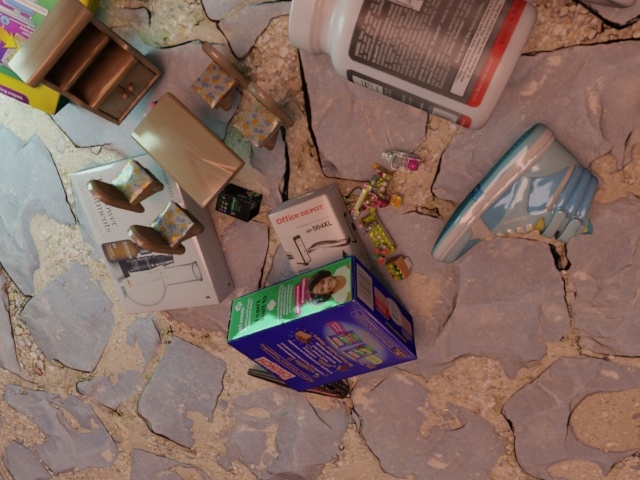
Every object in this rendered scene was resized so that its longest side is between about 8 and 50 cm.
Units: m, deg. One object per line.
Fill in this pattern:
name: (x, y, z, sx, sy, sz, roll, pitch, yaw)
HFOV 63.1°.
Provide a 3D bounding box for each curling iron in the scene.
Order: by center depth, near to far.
curling iron: (-0.054, 0.352, 1.316, 0.274, 0.035, 0.068, 6, 108, 16)

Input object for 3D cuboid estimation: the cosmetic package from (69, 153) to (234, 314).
cosmetic package: (-0.400, -0.017, 1.256, 0.285, 0.097, 0.377, -10, 107, 19)

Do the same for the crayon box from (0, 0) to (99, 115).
crayon box: (-0.685, -0.490, 1.092, 0.363, 0.106, 0.313, 24, 118, -18)

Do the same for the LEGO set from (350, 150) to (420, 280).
LEGO set: (0.123, -0.038, 1.058, 0.132, 0.107, 0.287, 8, 113, 16)

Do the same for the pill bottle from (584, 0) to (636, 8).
pill bottle: (0.431, -0.497, 0.738, 0.161, 0.161, 0.283, 21, 116, 10)

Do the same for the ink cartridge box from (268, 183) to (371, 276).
ink cartridge box: (0.000, 0.000, 1.127, 0.148, 0.086, 0.203, -19, 105, 25)

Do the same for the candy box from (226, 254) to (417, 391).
candy box: (0.004, 0.193, 1.125, 0.317, 0.122, 0.268, -23, 133, 25)

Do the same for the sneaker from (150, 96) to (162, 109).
sneaker: (-0.323, -0.270, 1.159, 0.057, 0.047, 0.119, -34, 98, 15)

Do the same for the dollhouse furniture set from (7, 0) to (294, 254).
dollhouse furniture set: (-0.329, -0.235, 0.988, 0.394, 0.256, 0.362, 43, 96, 13)

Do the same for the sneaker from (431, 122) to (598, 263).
sneaker: (0.369, -0.031, 0.967, 0.208, 0.127, 0.319, 39, 119, 3)

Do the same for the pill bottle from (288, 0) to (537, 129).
pill bottle: (0.144, -0.345, 0.870, 0.363, 0.210, 0.210, 25, 117, 8)

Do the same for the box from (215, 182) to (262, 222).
box: (-0.184, -0.085, 1.170, 0.083, 0.062, 0.052, 21, 117, 11)
